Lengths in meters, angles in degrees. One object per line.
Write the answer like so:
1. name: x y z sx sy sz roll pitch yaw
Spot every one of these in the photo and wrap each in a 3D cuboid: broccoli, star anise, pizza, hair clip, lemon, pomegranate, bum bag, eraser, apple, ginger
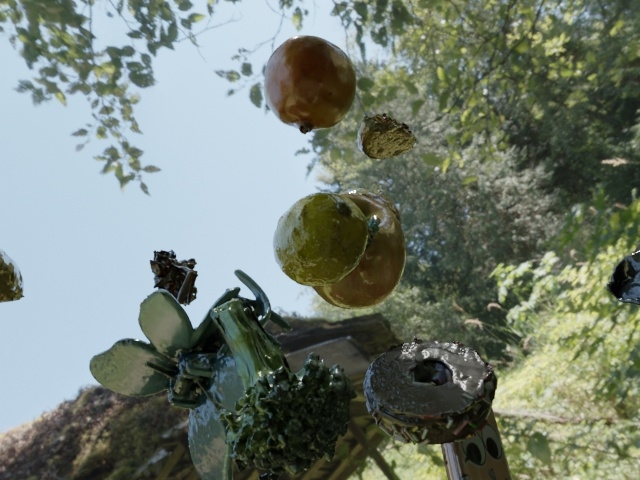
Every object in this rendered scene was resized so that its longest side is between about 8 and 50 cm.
1. broccoli: -0.055 0.207 0.671 0.177 0.275 0.198 -46 -52 8
2. star anise: -0.467 0.134 1.462 0.148 0.346 0.237 -23 -72 -13
3. pizza: 0.151 -0.242 1.046 0.127 0.058 0.246 -36 -17 37
4. hair clip: -0.228 0.247 0.934 0.318 0.392 0.238 -61 -15 26
5. lemon: -0.001 0.001 1.227 0.284 0.260 0.260 -43 -28 21
6. pomegranate: -0.029 -0.424 1.244 0.264 0.264 0.264 -31 -34 -24
7. bum bag: 0.594 0.006 0.773 0.326 0.079 0.142 -44 6 -33
8. eraser: 0.318 0.470 0.898 0.171 0.290 0.087 22 -44 -30
9. apple: 0.107 0.044 1.543 0.391 0.391 0.346 -24 -45 -33
10. ginger: -0.777 0.011 0.969 0.166 0.236 0.375 -31 -23 -39

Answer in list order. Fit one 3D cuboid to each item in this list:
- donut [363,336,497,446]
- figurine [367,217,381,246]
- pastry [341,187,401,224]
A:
1. donut: 0.217 0.297 0.893 0.270 0.270 0.103 -25 -65 -32
2. figurine: 0.137 -0.024 1.326 0.106 0.060 0.047 -53 -28 -19
3. pastry: 0.187 -0.034 1.913 0.388 0.313 0.388 -16 -65 -38
